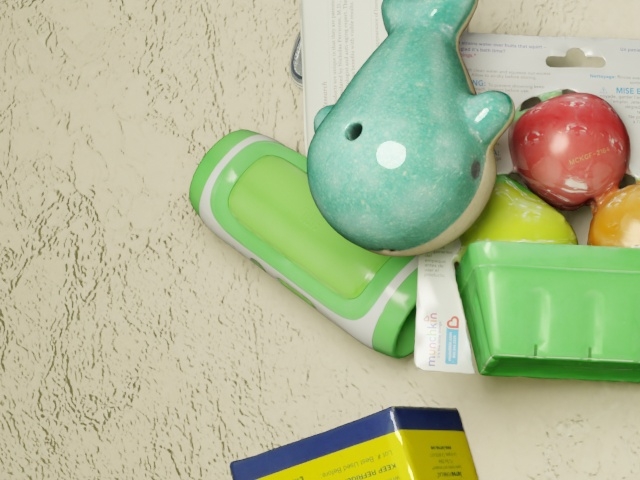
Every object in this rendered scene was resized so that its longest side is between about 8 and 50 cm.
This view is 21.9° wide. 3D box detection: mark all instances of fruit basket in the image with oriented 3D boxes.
[{"bbox_3d":[0.256,-0.034,1.636,0.327,0.165,0.353,2,68,-1],"label":"fruit basket"}]

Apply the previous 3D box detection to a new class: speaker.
[{"bbox_3d":[0.000,0.000,1.780,0.296,0.131,0.131,36,99,24],"label":"speaker"}]

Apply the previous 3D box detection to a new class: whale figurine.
[{"bbox_3d":[0.074,-0.125,1.546,0.216,0.141,0.272,0,73,35],"label":"whale figurine"}]

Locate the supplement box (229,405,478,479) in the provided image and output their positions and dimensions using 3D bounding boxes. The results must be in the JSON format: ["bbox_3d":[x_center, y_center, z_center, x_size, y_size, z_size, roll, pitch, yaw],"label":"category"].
[{"bbox_3d":[0.074,0.365,1.668,0.194,0.195,0.356,-21,75,21],"label":"supplement box"}]

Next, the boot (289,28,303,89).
[{"bbox_3d":[0.009,-0.258,1.824,0.069,0.086,0.190,31,97,24],"label":"boot"}]

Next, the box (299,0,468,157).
[{"bbox_3d":[0.072,-0.167,1.734,0.119,0.181,0.182,-5,83,27],"label":"box"}]
